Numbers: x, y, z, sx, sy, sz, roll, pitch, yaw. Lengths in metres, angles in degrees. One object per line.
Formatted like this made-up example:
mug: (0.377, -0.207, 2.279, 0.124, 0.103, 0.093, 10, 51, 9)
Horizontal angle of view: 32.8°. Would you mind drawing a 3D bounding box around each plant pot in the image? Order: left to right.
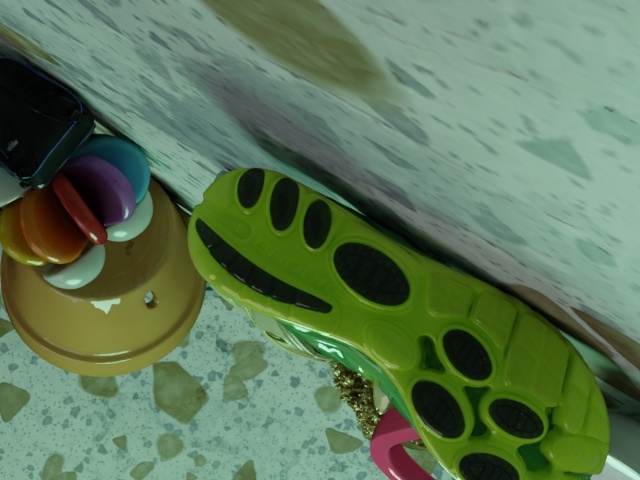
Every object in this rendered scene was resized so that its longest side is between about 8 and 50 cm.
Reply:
plant pot: (-0.298, 0.018, 1.478, 0.291, 0.291, 0.203, 33, 157, 6)

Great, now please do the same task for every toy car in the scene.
toy car: (-0.256, -0.046, 1.166, 0.136, 0.182, 0.159, -4, 127, 52)

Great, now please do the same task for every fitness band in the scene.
fitness band: (0.184, 0.268, 1.332, 0.209, 0.054, 0.291, 38, 147, -15)

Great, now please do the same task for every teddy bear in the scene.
teddy bear: (0.129, 0.223, 1.533, 0.245, 0.113, 0.338, 9, 164, 14)

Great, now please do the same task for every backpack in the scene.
backpack: (-0.297, -0.118, 1.084, 0.114, 0.105, 0.084, 35, 173, 6)

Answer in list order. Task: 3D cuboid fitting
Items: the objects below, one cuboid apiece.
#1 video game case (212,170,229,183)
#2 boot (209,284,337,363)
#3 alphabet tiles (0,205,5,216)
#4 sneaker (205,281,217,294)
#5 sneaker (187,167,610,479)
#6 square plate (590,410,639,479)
video game case: (0.000, 0.000, 0.872, 0.143, 0.019, 0.157, 37, 172, -33)
boot: (-0.004, 0.104, 1.361, 0.262, 0.095, 0.203, 41, 169, -35)
alphabet tiles: (-0.369, -0.118, 1.194, 0.009, 0.198, 0.237, -6, 169, 4)
sneaker: (-0.245, 0.002, 1.675, 0.262, 0.104, 0.125, 34, 180, -1)
sneaker: (0.056, 0.051, 0.678, 0.295, 0.109, 0.123, 38, -174, 5)
square plate: (0.325, 0.226, 0.809, 0.347, 0.049, 0.344, 32, 173, 12)
